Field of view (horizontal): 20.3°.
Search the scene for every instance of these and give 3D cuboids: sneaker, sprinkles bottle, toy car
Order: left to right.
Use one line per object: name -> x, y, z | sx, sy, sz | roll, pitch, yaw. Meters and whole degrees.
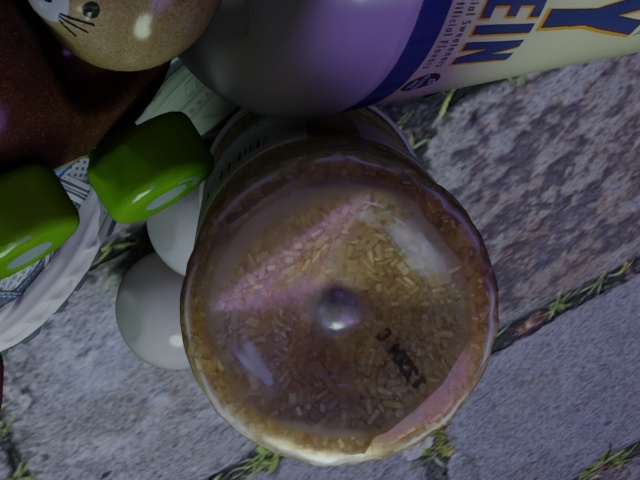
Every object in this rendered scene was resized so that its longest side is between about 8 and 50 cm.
sneaker -> -0.146, -0.062, 0.877 | 0.283, 0.110, 0.122 | -50, 140, -9
toy car -> -0.095, -0.101, 0.694 | 0.149, 0.155, 0.188 | -26, 171, -41
toy car -> -0.024, 0.029, 1.079 | 0.159, 0.136, 0.182 | -10, 141, -33
sprinkles bottle -> 0.000, 0.000, 0.824 | 0.121, 0.121, 0.355 | -36, -171, 4

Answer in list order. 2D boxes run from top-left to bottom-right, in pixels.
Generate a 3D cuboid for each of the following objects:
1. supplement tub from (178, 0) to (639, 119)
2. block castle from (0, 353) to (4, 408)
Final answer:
supplement tub -> 0.091, -0.192, 0.798 | 0.325, 0.235, 0.235 | -14, 143, -28
block castle -> -0.362, 0.066, 0.646 | 0.453, 0.213, 0.303 | -14, 137, 3
